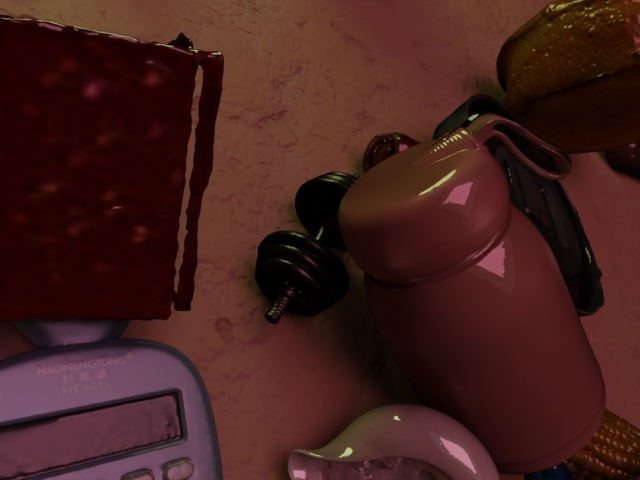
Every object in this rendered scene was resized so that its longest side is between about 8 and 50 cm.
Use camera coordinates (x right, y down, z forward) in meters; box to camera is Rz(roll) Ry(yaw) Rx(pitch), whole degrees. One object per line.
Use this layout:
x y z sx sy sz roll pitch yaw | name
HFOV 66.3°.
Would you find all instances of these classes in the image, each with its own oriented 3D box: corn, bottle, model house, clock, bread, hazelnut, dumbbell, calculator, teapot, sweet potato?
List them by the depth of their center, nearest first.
-0.208 -0.058 0.312 0.253 0.160 0.196 0 110 -35 | model house
-0.162 0.175 0.344 0.188 0.042 0.303 -2 68 -32 | calculator
0.088 0.213 0.417 0.226 0.145 0.092 15 13 15 | teapot
0.147 0.046 0.449 0.297 0.206 0.173 58 11 -22 | bottle
0.000 0.000 0.499 0.099 0.099 0.209 39 53 -9 | dumbbell
0.332 0.251 0.582 0.312 0.102 0.102 28 54 -21 | corn
0.095 -0.099 0.630 0.086 0.086 0.087 14 59 -26 | hazelnut
0.272 -0.045 0.666 0.324 0.067 0.326 28 47 -34 | clock
0.451 -0.265 0.805 0.311 0.312 0.173 14 73 -26 | bread
0.690 -0.173 1.050 0.232 0.062 0.081 6 61 -33 | sweet potato

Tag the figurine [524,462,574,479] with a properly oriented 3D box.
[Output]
0.306 0.327 0.439 0.415 0.243 0.298 8 45 -30 | figurine
